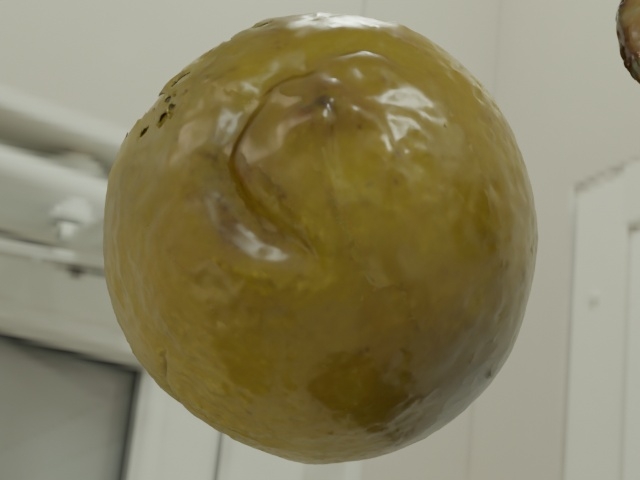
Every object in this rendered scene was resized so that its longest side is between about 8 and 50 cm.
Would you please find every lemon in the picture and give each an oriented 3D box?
[{"bbox_3d":[0.000,-0.001,1.107,0.297,0.297,0.297,5,-22,2],"label":"lemon"}]

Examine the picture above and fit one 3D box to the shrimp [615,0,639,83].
[{"bbox_3d":[0.269,-0.123,0.785,0.262,0.198,0.051,-29,-48,0],"label":"shrimp"}]
